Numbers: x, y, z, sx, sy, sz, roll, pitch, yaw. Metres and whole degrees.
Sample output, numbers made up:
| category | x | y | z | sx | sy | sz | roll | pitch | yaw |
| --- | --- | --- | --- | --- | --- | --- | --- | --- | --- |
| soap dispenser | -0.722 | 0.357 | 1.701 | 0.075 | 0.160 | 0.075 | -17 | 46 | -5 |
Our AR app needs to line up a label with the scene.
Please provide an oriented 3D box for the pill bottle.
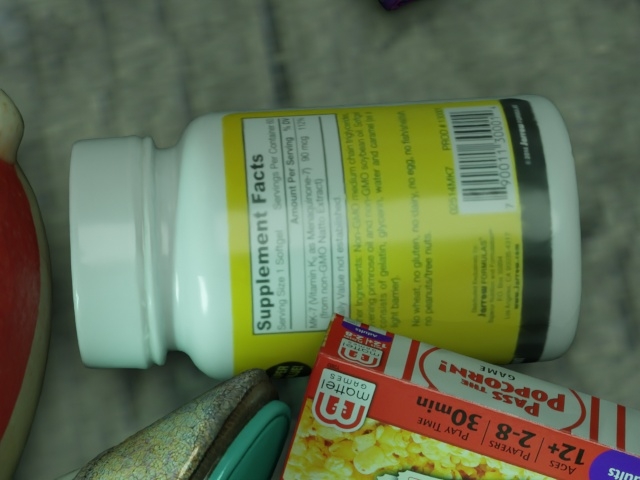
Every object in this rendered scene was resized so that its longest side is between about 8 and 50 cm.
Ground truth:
| category | x | y | z | sx | sy | sz | roll | pitch | yaw |
| --- | --- | --- | --- | --- | --- | --- | --- | --- | --- |
| pill bottle | 0.000 | 0.000 | 0.790 | 0.208 | 0.119 | 0.119 | -3 | 79 | -3 |

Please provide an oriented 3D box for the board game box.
| category | x | y | z | sx | sy | sz | roll | pitch | yaw |
| --- | --- | --- | --- | --- | --- | --- | --- | --- | --- |
| board game box | 0.046 | 0.142 | 0.751 | 0.147 | 0.045 | 0.193 | 17 | 112 | 3 |

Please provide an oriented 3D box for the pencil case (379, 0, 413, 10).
| category | x | y | z | sx | sy | sz | roll | pitch | yaw |
| --- | --- | --- | --- | --- | --- | --- | --- | --- | --- |
| pencil case | 0.012 | -0.181 | 0.854 | 0.070 | 0.064 | 0.151 | -40 | 84 | 5 |

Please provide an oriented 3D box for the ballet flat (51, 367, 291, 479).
| category | x | y | z | sx | sy | sz | roll | pitch | yaw |
| --- | --- | --- | --- | --- | --- | --- | --- | --- | --- |
| ballet flat | -0.119 | 0.178 | 0.729 | 0.106 | 0.107 | 0.316 | 26 | 95 | 15 |

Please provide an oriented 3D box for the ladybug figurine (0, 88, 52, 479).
| category | x | y | z | sx | sy | sz | roll | pitch | yaw |
| --- | --- | --- | --- | --- | --- | --- | --- | --- | --- |
| ladybug figurine | -0.302 | 0.079 | 0.738 | 0.305 | 0.162 | 0.449 | 44 | 80 | 6 |
